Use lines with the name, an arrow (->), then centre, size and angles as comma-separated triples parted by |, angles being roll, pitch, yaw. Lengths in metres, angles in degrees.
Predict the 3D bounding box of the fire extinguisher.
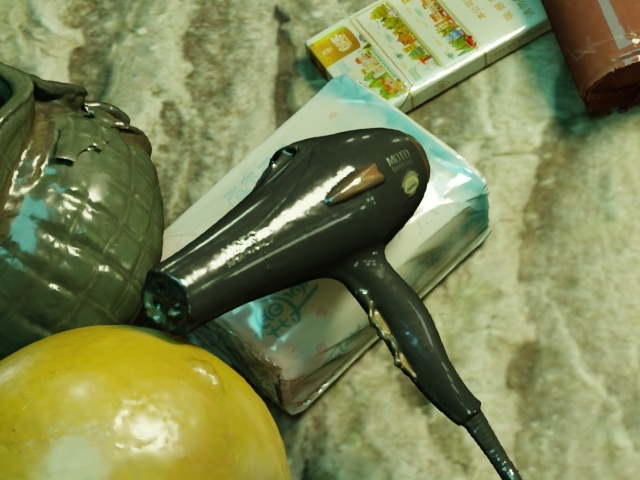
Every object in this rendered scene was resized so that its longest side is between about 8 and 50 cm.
fire extinguisher -> 0.255, -0.285, 1.846 | 0.106, 0.147, 0.337 | -23, 66, 13

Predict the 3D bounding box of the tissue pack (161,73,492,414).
tissue pack -> -0.002, -0.001, 1.705 | 0.271, 0.124, 0.201 | -43, 61, -17

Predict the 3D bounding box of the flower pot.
flower pot -> -0.281, -0.016, 1.647 | 0.302, 0.213, 0.302 | -33, 38, 30

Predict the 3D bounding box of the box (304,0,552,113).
box -> 0.108, -0.205, 1.862 | 0.220, 0.032, 0.122 | -31, 61, -12

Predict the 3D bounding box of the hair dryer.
hair dryer -> 0.048, 0.086, 1.523 | 0.359, 0.120, 0.304 | 54, 46, 1

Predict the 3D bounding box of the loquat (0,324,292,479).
loquat -> -0.148, 0.224, 1.457 | 0.359, 0.328, 0.328 | 1, 58, 27
